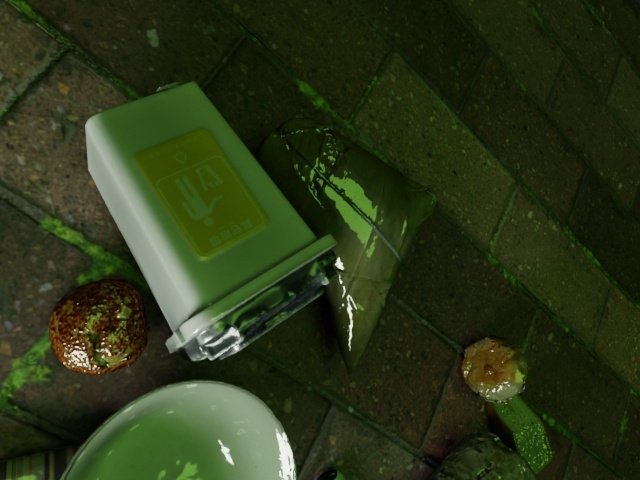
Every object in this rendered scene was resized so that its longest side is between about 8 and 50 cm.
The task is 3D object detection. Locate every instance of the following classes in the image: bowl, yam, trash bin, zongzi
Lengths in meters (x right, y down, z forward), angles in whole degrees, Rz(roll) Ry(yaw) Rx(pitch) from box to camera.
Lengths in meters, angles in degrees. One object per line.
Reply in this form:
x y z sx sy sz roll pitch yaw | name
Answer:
-0.215 0.366 0.713 0.337 0.157 0.337 3 84 -31 | bowl
0.286 0.555 0.972 0.300 0.195 0.195 -32 101 -30 | yam
-0.184 -0.016 0.742 0.255 0.296 0.368 -32 87 -28 | trash bin
0.000 0.000 0.883 0.356 0.174 0.393 29 77 -20 | zongzi

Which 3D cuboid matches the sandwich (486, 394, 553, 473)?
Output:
0.474 0.483 1.148 0.094 0.096 0.258 -17 91 -25 | sandwich

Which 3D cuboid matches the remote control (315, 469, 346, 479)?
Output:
0.038 0.562 0.906 0.097 0.045 0.256 -14 89 -31 | remote control

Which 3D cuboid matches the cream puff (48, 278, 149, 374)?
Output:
-0.323 0.130 0.720 0.149 0.084 0.149 3 85 -29 | cream puff

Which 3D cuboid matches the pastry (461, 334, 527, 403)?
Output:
0.394 0.288 1.092 0.081 0.153 0.153 24 73 -29 | pastry

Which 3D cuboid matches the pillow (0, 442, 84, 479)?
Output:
-0.413 0.398 0.653 0.212 0.052 0.208 1 86 -31 | pillow
